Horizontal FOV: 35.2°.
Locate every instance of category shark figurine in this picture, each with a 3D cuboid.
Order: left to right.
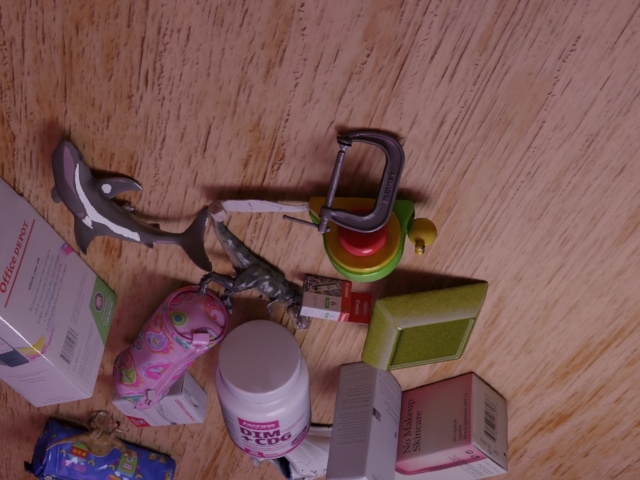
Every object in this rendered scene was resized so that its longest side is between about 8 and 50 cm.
[{"bbox_3d":[-0.301,-0.018,1.480,0.278,0.116,0.166,33,138,-26],"label":"shark figurine"}]

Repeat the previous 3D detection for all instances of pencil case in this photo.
[{"bbox_3d":[-0.463,0.481,2.144,0.306,0.133,0.119,22,136,-20],"label":"pencil case"},{"bbox_3d":[-0.263,0.188,1.734,0.124,0.124,0.284,23,139,-20],"label":"pencil case"}]

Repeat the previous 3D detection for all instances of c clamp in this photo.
[{"bbox_3d":[0.038,-0.077,1.358,0.137,0.022,0.161,21,105,2],"label":"c clamp"}]

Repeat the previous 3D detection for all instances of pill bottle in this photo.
[{"bbox_3d":[-0.097,0.258,1.743,0.160,0.160,0.283,4,149,4],"label":"pill bottle"}]

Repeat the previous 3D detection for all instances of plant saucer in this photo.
[{"bbox_3d":[0.170,0.150,1.625,0.188,0.045,0.188,-8,145,-12],"label":"plant saucer"}]

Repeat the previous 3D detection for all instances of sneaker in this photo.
[{"bbox_3d":[-0.019,0.427,2.002,0.297,0.129,0.111,20,139,-18],"label":"sneaker"}]

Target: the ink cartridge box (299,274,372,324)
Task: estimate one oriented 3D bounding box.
[{"bbox_3d":[0.027,0.095,1.612,0.115,0.063,0.029,9,144,-5],"label":"ink cartridge box"}]

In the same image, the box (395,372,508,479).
[{"bbox_3d":[0.214,0.358,1.854,0.232,0.149,0.127,-22,134,33],"label":"box"}]

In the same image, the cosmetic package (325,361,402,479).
[{"bbox_3d":[0.080,0.341,1.785,0.085,0.231,0.117,-13,139,25],"label":"cosmetic package"}]

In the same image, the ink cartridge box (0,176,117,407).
[{"bbox_3d":[-0.472,0.079,1.555,0.119,0.207,0.353,-11,138,20],"label":"ink cartridge box"}]

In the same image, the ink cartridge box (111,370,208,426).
[{"bbox_3d":[-0.306,0.304,1.941,0.150,0.063,0.109,-8,140,18],"label":"ink cartridge box"}]

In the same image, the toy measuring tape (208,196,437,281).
[{"bbox_3d":[0.000,0.000,1.440,0.330,0.121,0.121,1,142,7],"label":"toy measuring tape"}]

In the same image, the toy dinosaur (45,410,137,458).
[{"bbox_3d":[-0.460,0.399,2.064,0.183,0.093,0.053,11,139,-10],"label":"toy dinosaur"}]

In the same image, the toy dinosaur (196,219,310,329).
[{"bbox_3d":[-0.125,0.062,1.598,0.118,0.064,0.268,-30,129,18],"label":"toy dinosaur"}]
